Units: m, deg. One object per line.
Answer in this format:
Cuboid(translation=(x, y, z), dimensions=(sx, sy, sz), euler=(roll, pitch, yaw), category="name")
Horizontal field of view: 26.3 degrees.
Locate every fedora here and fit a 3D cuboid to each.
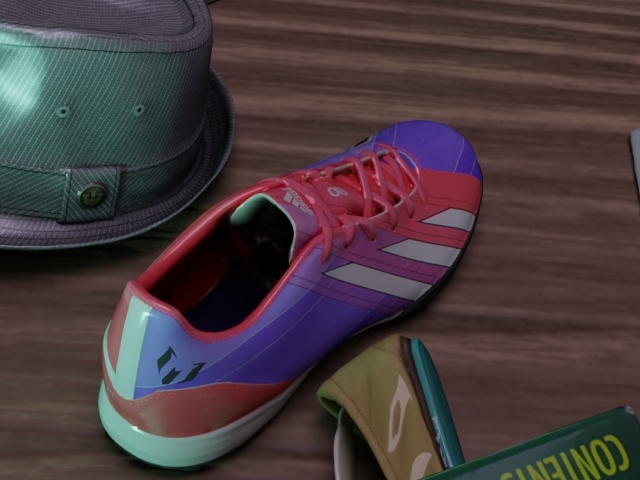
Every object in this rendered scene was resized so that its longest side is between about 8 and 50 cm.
Cuboid(translation=(-0.176, -0.115, 0.848), dimensions=(0.276, 0.124, 0.243), euler=(1, 46, -21), category="fedora")

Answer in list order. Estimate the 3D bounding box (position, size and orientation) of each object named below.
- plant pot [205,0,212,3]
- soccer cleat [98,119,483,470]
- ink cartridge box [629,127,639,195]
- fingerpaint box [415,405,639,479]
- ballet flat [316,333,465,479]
Cuboid(translation=(-0.159, -0.350, 1.025), dimensions=(0.276, 0.254, 0.276), euler=(4, 44, -4), category="plant pot")
Cuboid(translation=(0.000, 0.000, 0.788), dimensions=(0.109, 0.116, 0.318), euler=(33, 49, 23), category="soccer cleat")
Cuboid(translation=(0.409, 0.032, 0.871), dimensions=(0.385, 0.091, 0.308), euler=(-6, 44, 9), category="ink cartridge box")
Cuboid(translation=(-0.035, 0.295, 0.374), dimensions=(0.445, 0.163, 0.371), euler=(-15, 68, -23), category="fingerpaint box")
Cuboid(translation=(0.054, 0.150, 0.690), dimensions=(0.073, 0.080, 0.232), euler=(-25, 45, 5), category="ballet flat")
